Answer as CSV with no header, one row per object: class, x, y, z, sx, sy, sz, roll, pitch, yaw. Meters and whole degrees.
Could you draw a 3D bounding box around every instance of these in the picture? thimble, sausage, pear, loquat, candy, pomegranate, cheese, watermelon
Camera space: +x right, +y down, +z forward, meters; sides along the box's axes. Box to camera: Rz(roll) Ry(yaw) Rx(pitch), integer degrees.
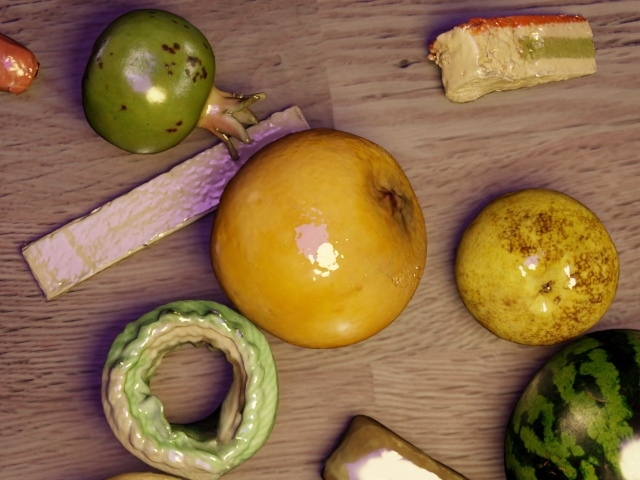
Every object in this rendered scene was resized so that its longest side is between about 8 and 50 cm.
thimble,-0.152,0.181,1.292,0.218,0.150,0.219,0,83,-1
sausage,-0.424,-0.235,1.369,0.141,0.076,0.076,27,84,1
pear,0.261,0.031,1.299,0.197,0.197,0.197,0,84,-1
loquat,0.000,0.000,1.261,0.263,0.263,0.263,0,84,-1
candy,0.116,0.310,1.308,0.234,0.102,0.104,32,85,1
pomegranate,-0.181,-0.181,1.323,0.224,0.181,0.182,25,84,-8
cheese,-0.188,-0.050,1.374,0.400,0.034,0.085,-27,85,-4
watermelon,0.355,0.250,1.237,0.285,0.285,0.285,0,84,-1

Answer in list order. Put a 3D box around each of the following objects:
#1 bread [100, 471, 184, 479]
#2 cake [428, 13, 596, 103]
bread,-0.192,0.416,1.230,0.305,0.159,0.306,3,104,13
cake,0.241,-0.235,1.400,0.220,0.116,0.086,-10,86,-35
